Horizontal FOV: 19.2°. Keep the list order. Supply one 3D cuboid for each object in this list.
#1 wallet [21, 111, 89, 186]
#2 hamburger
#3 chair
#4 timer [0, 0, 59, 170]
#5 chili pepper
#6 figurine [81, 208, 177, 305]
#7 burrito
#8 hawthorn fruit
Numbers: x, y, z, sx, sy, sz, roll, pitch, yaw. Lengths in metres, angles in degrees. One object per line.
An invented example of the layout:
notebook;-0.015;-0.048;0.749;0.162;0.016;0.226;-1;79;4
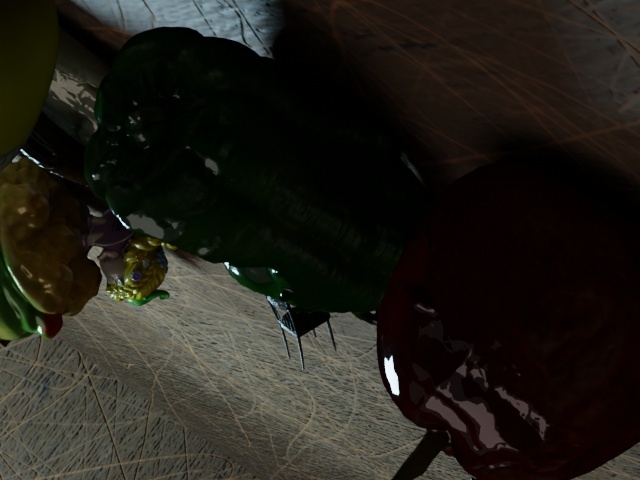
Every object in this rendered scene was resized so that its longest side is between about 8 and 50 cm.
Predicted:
wallet;-0.242;-0.096;1.848;0.137;0.031;0.255;43;-171;20
hamburger;-0.358;0.008;2.337;0.149;0.237;0.237;-20;146;13
chair;-0.016;0.063;1.565;0.037;0.042;0.086;31;150;44
timer;-0.325;-0.197;1.522;0.285;0.285;0.285;31;166;8
chili pepper;-0.026;-0.046;1.483;0.213;0.167;0.385;41;-174;36
figurine;-0.218;0.030;2.327;0.115;0.094;0.156;6;139;17
burrito;-0.255;-0.161;1.746;0.392;0.076;0.117;35;167;-7
hawthorn fruit;0.137;0.086;1.366;0.230;0.266;0.210;38;-176;-8
